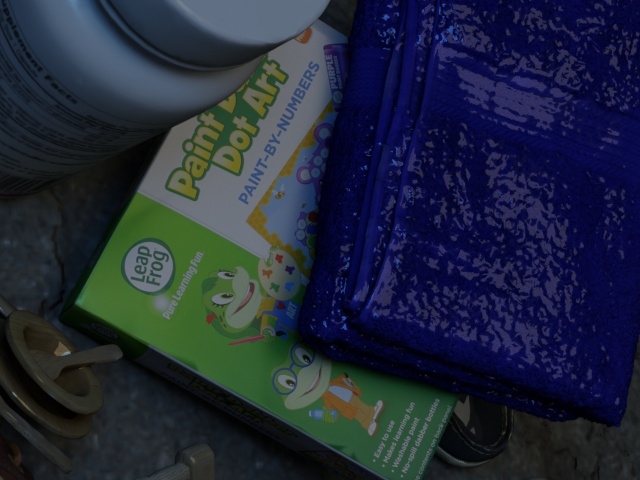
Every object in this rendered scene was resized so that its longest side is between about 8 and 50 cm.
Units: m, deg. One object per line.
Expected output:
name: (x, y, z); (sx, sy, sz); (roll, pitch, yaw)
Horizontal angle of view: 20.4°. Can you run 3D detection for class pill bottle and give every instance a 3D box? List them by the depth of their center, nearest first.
pill bottle: (-0.125, -0.131, 0.988); (0.160, 0.283, 0.160); (12, 71, -36)

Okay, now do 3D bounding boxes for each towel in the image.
towel: (0.118, -0.055, 1.122); (0.228, 0.076, 0.308); (16, 73, -15)

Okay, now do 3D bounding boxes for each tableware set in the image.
tableware set: (-0.189, 0.034, 1.002); (0.194, 0.039, 0.128); (45, 13, -18)

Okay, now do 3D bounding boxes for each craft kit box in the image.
craft kit box: (0.000, 0.000, 1.137); (0.247, 0.061, 0.249); (29, 70, -9)

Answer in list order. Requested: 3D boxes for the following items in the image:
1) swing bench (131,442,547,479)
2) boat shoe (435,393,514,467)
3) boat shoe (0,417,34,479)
swing bench: (-0.052, 0.212, 0.824); (0.253, 0.255, 0.165); (-19, 102, -46)
boat shoe: (0.083, 0.034, 1.235); (0.095, 0.079, 0.254); (-15, 86, -38)
boat shoe: (-0.210, 0.127, 0.962); (0.342, 0.123, 0.123); (26, 62, -25)
